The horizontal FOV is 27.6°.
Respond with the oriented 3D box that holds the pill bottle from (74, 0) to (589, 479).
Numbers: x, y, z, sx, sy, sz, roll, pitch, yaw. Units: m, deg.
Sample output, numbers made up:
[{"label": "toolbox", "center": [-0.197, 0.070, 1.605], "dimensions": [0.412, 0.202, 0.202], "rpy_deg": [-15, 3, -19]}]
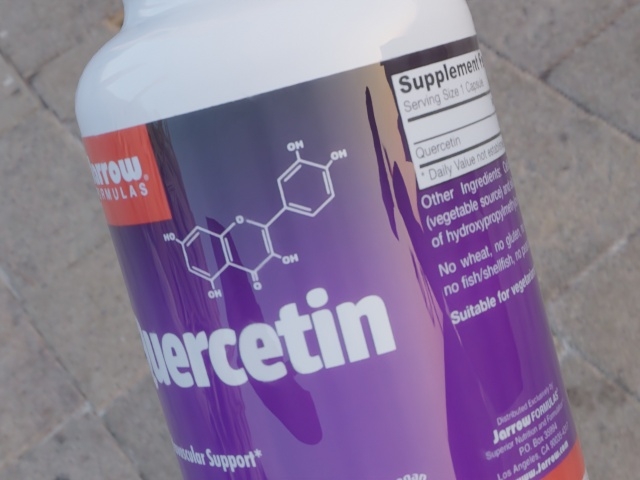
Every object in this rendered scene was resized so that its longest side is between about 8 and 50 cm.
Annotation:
[{"label": "pill bottle", "center": [0.000, 0.000, 0.588], "dimensions": [0.181, 0.323, 0.181], "rpy_deg": [-16, 8, 2]}]
